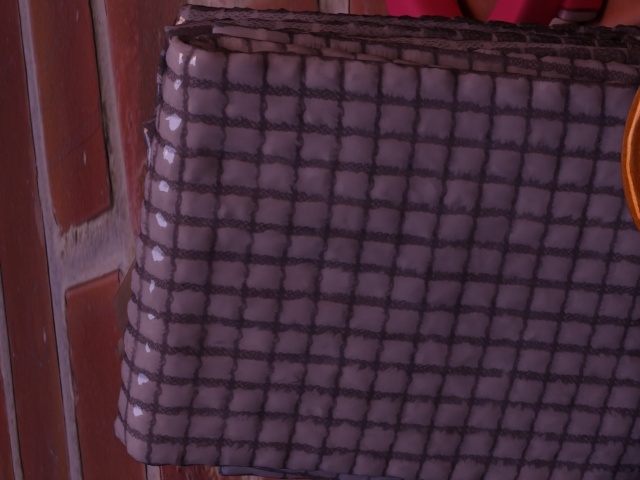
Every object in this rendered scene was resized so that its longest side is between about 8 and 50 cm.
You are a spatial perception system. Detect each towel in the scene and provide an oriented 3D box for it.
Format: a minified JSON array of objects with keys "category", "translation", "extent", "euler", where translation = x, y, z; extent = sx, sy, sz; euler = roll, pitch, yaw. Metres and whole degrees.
[{"category":"towel","translation":[0.045,0.004,0.788],"extent":[0.121,0.283,0.235],"euler":[-104,19,-63]}]

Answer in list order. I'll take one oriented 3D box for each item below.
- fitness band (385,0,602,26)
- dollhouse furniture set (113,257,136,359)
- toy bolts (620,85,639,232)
[{"category":"fitness band","translation":[0.104,-0.235,0.901],"extent":[0.209,0.054,0.291],"euler":[-128,43,-52]},{"category":"dollhouse furniture set","translation":[-0.007,0.163,1.042],"extent":[0.303,0.173,0.356],"euler":[-56,46,52]},{"category":"toy bolts","translation":[0.221,-0.090,0.548],"extent":[0.218,0.158,0.229],"euler":[-34,58,45]}]
